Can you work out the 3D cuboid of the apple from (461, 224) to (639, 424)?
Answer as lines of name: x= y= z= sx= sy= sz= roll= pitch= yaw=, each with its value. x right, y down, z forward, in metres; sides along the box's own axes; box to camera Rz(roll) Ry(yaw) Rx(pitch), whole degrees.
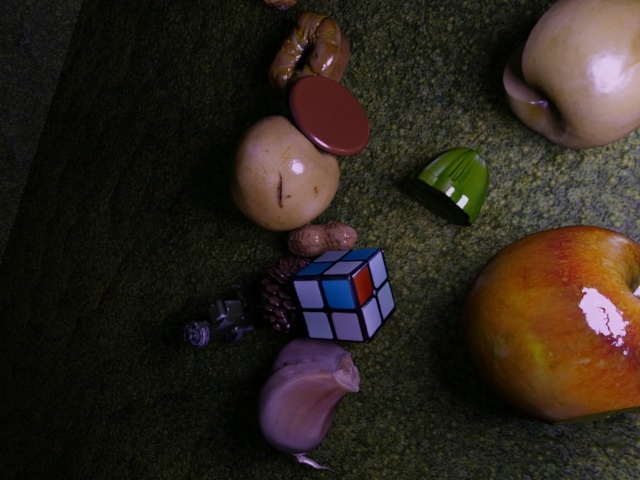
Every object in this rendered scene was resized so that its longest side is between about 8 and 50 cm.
apple: x=0.453 y=0.167 z=0.840 sx=0.384 sy=0.374 sz=0.374 roll=32 pitch=107 yaw=-7

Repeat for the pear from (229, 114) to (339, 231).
pear: x=-0.104 y=-0.177 z=1.268 sx=0.310 sy=0.309 sz=0.308 roll=-5 pitch=82 yaw=35

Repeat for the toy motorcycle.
toy motorcycle: x=-0.284 y=0.223 z=1.404 sx=0.275 sy=0.205 sz=0.127 roll=-48 pitch=59 yaw=27

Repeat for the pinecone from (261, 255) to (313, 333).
pinecone: x=-0.071 y=0.148 z=1.281 sx=0.179 sy=0.184 sz=0.204 roll=26 pitch=131 yaw=22

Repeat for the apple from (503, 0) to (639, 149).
apple: x=0.497 y=-0.320 z=0.866 sx=0.254 sy=0.292 sz=0.292 roll=-36 pitch=63 yaw=0

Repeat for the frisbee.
frisbee: x=0.029 y=-0.332 z=1.221 sx=0.021 sy=0.251 sz=0.250 roll=-37 pitch=63 yaw=49

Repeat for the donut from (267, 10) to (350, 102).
donut: x=-0.027 y=-0.513 z=1.349 sx=0.208 sy=0.128 sz=0.261 roll=47 pitch=111 yaw=28

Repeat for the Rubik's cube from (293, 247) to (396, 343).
Rubik's cube: x=0.064 y=0.131 z=1.149 sx=0.167 sy=0.183 sz=0.180 roll=-5 pitch=106 yaw=34

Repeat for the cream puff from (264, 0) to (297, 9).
cream puff: x=-0.115 y=-0.811 z=1.446 sx=0.189 sy=0.129 sz=0.188 roll=-9 pitch=72 yaw=29

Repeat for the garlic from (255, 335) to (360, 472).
garlic: x=-0.048 y=0.418 z=1.256 sx=0.246 sy=0.231 sz=0.339 roll=9 pitch=111 yaw=-7

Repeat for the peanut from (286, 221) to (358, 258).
peanut: x=0.000 y=0.000 z=1.285 sx=0.226 sy=0.108 sz=0.095 roll=-5 pitch=90 yaw=33

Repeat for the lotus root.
lotus root: x=0.316 y=-0.146 z=1.060 sx=0.186 sy=0.186 sz=0.186 roll=-5 pitch=82 yaw=35
